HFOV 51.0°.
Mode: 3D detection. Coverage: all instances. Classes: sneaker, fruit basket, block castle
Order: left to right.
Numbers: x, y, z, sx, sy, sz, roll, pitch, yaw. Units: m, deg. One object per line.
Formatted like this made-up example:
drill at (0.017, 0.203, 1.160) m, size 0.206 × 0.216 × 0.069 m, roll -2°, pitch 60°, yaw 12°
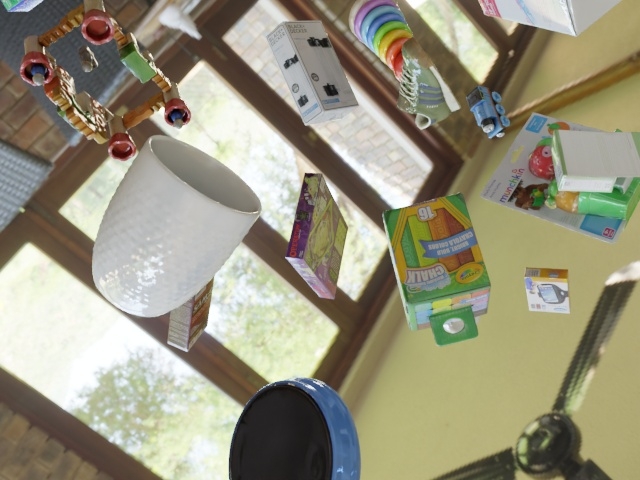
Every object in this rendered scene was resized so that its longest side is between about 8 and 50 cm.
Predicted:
block castle at (-0.624, -0.451, 1.974) m, size 0.303 × 0.453 × 0.212 m, roll -29°, pitch -128°, yaw 9°
sneaker at (0.162, -0.246, 1.106) m, size 0.086 × 0.192 × 0.064 m, roll -36°, pitch -124°, yaw 14°
fruit basket at (0.635, -0.180, 1.697) m, size 0.327 × 0.353 × 0.165 m, roll -53°, pitch 153°, yaw -21°

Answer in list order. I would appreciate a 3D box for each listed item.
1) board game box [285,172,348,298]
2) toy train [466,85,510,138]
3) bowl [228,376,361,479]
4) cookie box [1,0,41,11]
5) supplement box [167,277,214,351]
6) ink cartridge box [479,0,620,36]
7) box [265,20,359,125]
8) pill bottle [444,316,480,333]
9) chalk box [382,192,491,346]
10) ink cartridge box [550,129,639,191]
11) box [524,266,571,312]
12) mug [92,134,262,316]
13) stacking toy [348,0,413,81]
board game box at (0.000, 0.000, 1.625) m, size 0.347 × 0.056 × 0.208 m, roll 58°, pitch 37°, yaw -67°
toy train at (0.563, -0.430, 2.257) m, size 0.080 × 0.105 × 0.184 m, roll -43°, pitch -128°, yaw 51°
bowl at (-0.076, 0.514, 1.563) m, size 0.391 × 0.077 × 0.391 m, roll -18°, pitch -116°, yaw 41°
cookie box at (-0.808, -0.675, 1.851) m, size 0.107 × 0.040 × 0.092 m, roll -25°, pitch -168°, yaw 20°
supplement box at (-0.375, 0.192, 1.951) m, size 0.130 × 0.073 × 0.239 m, roll -57°, pitch 165°, yaw -51°
ink cartridge box at (0.532, -0.603, 1.526) m, size 0.226 × 0.131 × 0.306 m, roll -39°, pitch -140°, yaw -6°
box at (-0.022, -0.492, 1.957) m, size 0.169 × 0.289 × 0.087 m, roll -18°, pitch 173°, yaw -44°
pill bottle at (0.345, 0.185, 1.937) m, size 0.131 × 0.131 × 0.229 m, roll -51°, pitch -157°, yaw -11°
chalk box at (0.255, 0.077, 1.440) m, size 0.180 × 0.179 × 0.288 m, roll -14°, pitch -118°, yaw 4°
ink cartridge box at (0.667, -0.186, 1.559) m, size 0.056 × 0.235 × 0.171 m, roll 88°, pitch 8°, yaw -46°
box at (0.458, 0.106, 1.350) m, size 0.081 × 0.136 × 0.028 m, roll 2°, pitch -131°, yaw 25°
mug at (-0.324, -0.026, 1.472) m, size 0.328 × 0.276 × 0.374 m, roll -54°, pitch -173°, yaw 16°
stacking toy at (0.186, -0.504, 1.725) m, size 0.141 × 0.141 × 0.330 m, roll -41°, pitch -134°, yaw 21°
